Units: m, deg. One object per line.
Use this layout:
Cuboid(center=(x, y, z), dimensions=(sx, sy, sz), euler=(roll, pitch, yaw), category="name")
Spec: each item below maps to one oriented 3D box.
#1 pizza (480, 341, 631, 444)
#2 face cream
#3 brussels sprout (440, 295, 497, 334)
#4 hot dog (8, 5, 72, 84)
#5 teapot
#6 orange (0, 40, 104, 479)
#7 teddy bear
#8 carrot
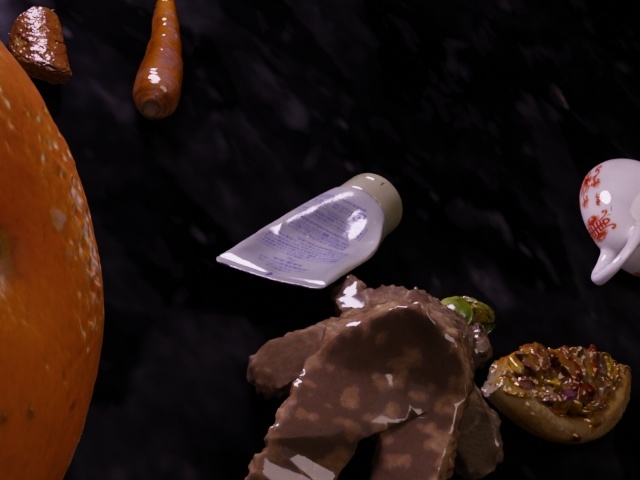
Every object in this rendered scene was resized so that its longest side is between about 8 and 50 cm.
Cuboid(center=(0.262, 0.159, 1.942), dimensions=(0.246, 0.058, 0.127), euler=(15, 46, -43), category="pizza")
Cuboid(center=(0.000, 0.000, 1.790), dimensions=(0.114, 0.070, 0.224), euler=(15, 27, 24), category="face cream")
Cuboid(center=(0.148, 0.081, 1.909), dimensions=(0.051, 0.046, 0.083), euler=(56, 25, 17), category="brussels sprout")
Cuboid(center=(-0.260, -0.179, 1.704), dimensions=(0.058, 0.035, 0.083), euler=(15, 47, -39), category="hot dog")
Cuboid(center=(0.383, -0.022, 2.228), dimensions=(0.159, 0.116, 0.245), euler=(57, 39, -8), category="teapot")
Cuboid(center=(-0.330, 0.031, 1.133), dimensions=(0.424, 0.326, 0.424), euler=(44, 39, -51), category="orange")
Cuboid(center=(0.045, 0.162, 1.638), dimensions=(0.246, 0.222, 0.296), euler=(18, 71, 6), category="teddy bear")
Cuboid(center=(-0.158, -0.192, 1.831), dimensions=(0.048, 0.048, 0.216), euler=(32, 33, -23), category="carrot")
